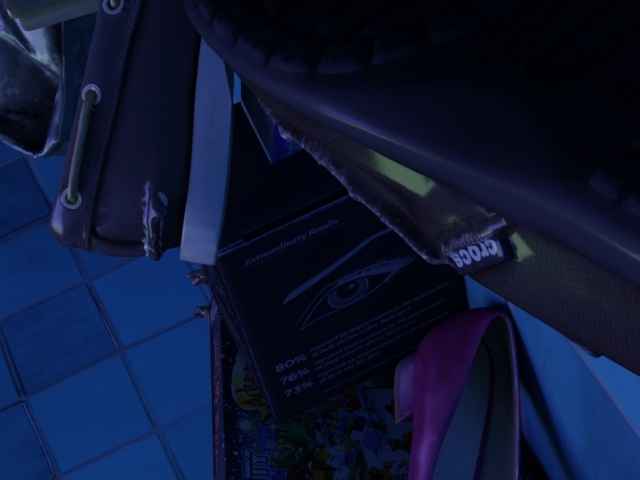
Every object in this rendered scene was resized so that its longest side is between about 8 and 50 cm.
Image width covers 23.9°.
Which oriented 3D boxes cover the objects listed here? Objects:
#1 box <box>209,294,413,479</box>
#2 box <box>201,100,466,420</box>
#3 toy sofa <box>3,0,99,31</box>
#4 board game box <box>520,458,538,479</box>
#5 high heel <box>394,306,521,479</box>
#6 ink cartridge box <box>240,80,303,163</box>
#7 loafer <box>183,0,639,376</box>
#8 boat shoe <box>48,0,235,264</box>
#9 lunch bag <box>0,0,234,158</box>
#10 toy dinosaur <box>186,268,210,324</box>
[{"bbox_3d":[0.004,0.135,1.075,0.044,0.159,0.233,111,160,-50],"label":"box"},{"bbox_3d":[0.000,0.000,0.988,0.207,0.153,0.108,77,166,-52],"label":"box"},{"bbox_3d":[-0.198,-0.341,1.063,0.177,0.150,0.362,-133,26,-79],"label":"toy sofa"},{"bbox_3d":[0.148,0.229,1.046,0.194,0.060,0.194,93,156,-62],"label":"board game box"},{"bbox_3d":[0.100,0.166,0.933,0.117,0.082,0.244,137,136,-59],"label":"high heel"},{"bbox_3d":[0.010,-0.103,0.800,0.046,0.097,0.207,63,173,8],"label":"ink cartridge box"},{"bbox_3d":[0.072,-0.025,0.458,0.366,0.134,0.130,45,165,52],"label":"loafer"},{"bbox_3d":[-0.091,-0.150,0.849,0.116,0.097,0.324,119,155,-85],"label":"boat shoe"},{"bbox_3d":[-0.203,-0.209,1.302,0.235,0.169,0.287,-15,-104,-57],"label":"lunch bag"},{"bbox_3d":[-0.060,0.111,1.859,0.200,0.127,0.295,49,152,38],"label":"toy dinosaur"}]
